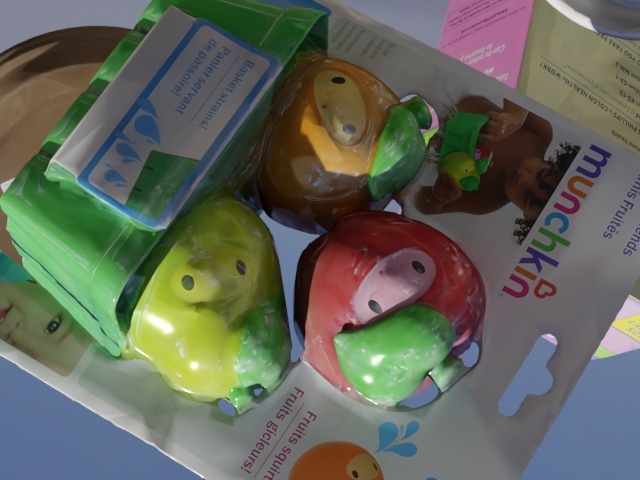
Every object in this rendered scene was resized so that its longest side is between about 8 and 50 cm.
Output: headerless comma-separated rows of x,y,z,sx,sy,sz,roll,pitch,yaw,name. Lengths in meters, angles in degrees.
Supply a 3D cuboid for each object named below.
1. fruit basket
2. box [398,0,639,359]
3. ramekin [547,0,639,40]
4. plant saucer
0.000,0.000,1.053,0.353,0.327,0.165,28,158,18,fruit basket
0.192,-0.064,1.356,0.213,0.243,0.117,30,149,-28,box
0.244,-0.278,1.175,0.127,0.272,0.273,-18,-156,-38,ramekin
-0.178,-0.031,1.372,0.278,0.278,0.041,6,-163,-18,plant saucer
